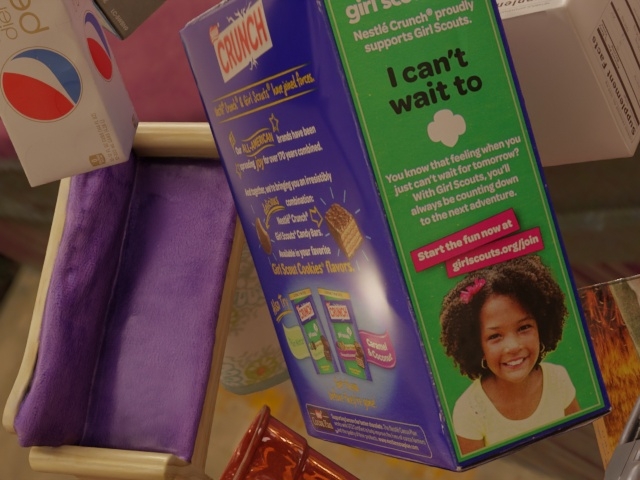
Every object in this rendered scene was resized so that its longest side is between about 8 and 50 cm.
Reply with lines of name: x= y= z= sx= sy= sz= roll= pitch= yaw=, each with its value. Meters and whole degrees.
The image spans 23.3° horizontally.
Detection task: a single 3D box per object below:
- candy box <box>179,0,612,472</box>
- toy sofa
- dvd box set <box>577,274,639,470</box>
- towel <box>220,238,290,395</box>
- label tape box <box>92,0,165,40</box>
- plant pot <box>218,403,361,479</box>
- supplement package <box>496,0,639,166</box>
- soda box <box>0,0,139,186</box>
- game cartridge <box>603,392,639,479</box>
candy box: x=0.038 y=-0.026 z=1.026 sx=0.122 sy=0.317 sz=0.268 roll=-20 pitch=6 yaw=-20
toy sofa: x=-0.173 y=0.057 z=1.516 sx=0.150 sy=0.177 sz=0.363 roll=2 pitch=70 yaw=20
dvd box set: x=0.445 y=0.223 z=1.587 sx=0.062 sy=0.307 sz=0.420 roll=87 pitch=171 yaw=-80
towel: x=0.000 y=0.000 z=1.829 sx=0.374 sy=0.320 sz=0.090 roll=-32 pitch=51 yaw=-8
label tape box: x=-0.201 y=-0.423 z=1.890 sx=0.334 sy=0.106 sz=0.240 roll=-45 pitch=44 yaw=-10
plant pot: x=-0.015 y=0.381 z=1.886 sx=0.272 sy=0.265 sz=0.272 roll=-61 pitch=3 yaw=5
supplement package: x=0.184 y=-0.180 z=1.158 sx=0.139 sy=0.134 sz=0.244 roll=-5 pitch=40 yaw=37
soda box: x=-0.192 y=-0.148 z=1.025 sx=0.074 sy=0.216 sz=0.069 roll=-14 pitch=29 yaw=9
game cartridge: x=0.350 y=0.183 z=1.329 sx=0.062 sy=0.198 sz=0.297 roll=-20 pitch=22 yaw=40
